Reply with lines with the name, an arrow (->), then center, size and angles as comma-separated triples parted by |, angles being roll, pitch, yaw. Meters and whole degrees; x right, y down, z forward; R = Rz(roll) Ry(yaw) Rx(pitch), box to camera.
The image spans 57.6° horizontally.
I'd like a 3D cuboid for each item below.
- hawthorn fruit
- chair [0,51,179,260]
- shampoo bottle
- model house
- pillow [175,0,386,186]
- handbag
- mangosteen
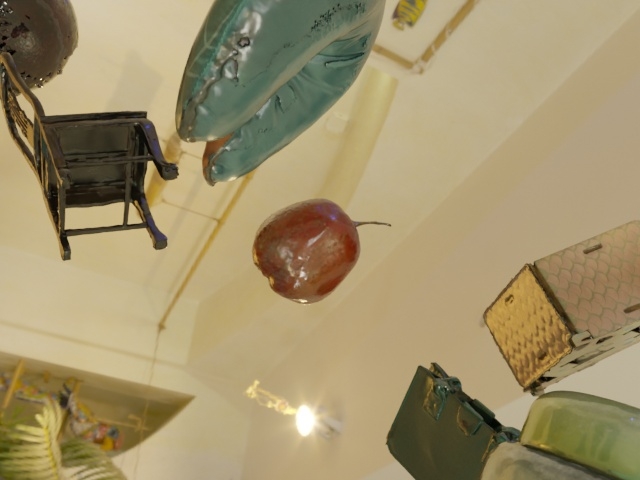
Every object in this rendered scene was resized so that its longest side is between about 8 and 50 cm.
hawthorn fruit -> 0.000, 0.000, 0.885 | 0.203, 0.162, 0.162 | -36, -154, 4
chair -> -0.242, -0.097, 0.590 | 0.229, 0.113, 0.106 | 55, -41, 33
shampoo bottle -> 0.340, 0.363, 0.684 | 0.317, 0.322, 0.322 | -67, -161, -11
model house -> 0.371, 0.099, 0.861 | 0.326, 0.244, 0.169 | -38, -122, 31
pillow -> -0.024, -0.137, 0.426 | 0.214, 0.086, 0.233 | -53, 180, -6
handbag -> 0.283, 0.431, 1.192 | 0.326, 0.089, 0.238 | 40, -59, 48
mangosteen -> -0.748, -0.478, 1.266 | 0.421, 0.381, 0.381 | -56, -172, -35
